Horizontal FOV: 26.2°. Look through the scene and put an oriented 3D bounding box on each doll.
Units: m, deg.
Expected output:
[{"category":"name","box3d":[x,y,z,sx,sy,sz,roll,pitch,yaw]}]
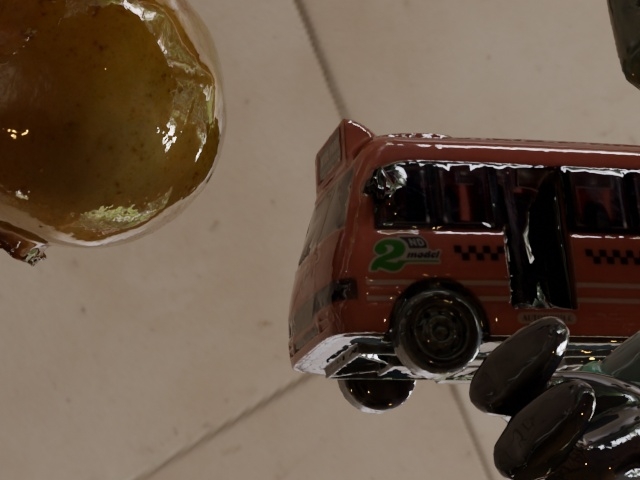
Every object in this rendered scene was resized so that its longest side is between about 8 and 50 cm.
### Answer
[{"category":"doll","box3d":[0.187,0.116,0.563,0.153,0.195,0.258,-40,152,23]}]

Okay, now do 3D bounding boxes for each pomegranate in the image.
[{"category":"pomegranate","box3d":[-0.202,-0.106,1.126,0.264,0.264,0.264,-7,109,-23]}]

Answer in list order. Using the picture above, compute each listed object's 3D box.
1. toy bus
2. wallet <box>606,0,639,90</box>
[{"category":"toy bus","box3d":[0.190,0.024,1.233,0.426,0.203,0.233,2,73,-15]},{"category":"wallet","box3d":[0.347,-0.138,1.020,0.360,0.252,0.083,25,138,-24]}]
